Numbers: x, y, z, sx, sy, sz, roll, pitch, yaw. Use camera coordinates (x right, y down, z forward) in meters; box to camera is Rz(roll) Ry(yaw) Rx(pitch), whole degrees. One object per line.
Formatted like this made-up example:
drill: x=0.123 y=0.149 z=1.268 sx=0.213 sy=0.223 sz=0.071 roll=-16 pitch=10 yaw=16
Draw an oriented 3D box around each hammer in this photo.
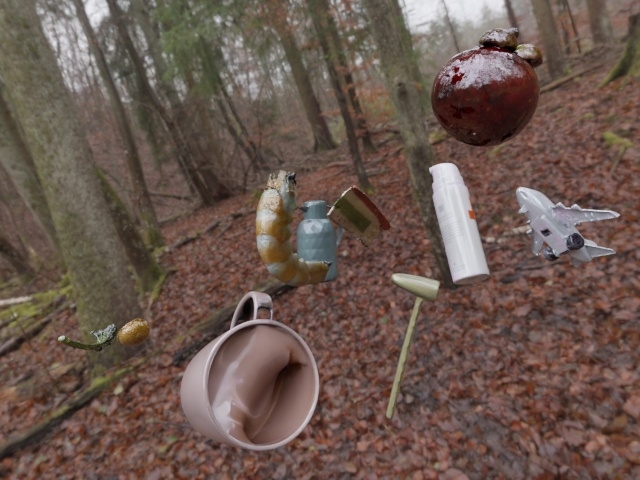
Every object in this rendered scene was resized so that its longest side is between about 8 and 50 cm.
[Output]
hammer: x=0.099 y=0.139 z=0.575 sx=0.060 sy=0.195 sz=0.028 roll=13 pitch=7 yaw=2

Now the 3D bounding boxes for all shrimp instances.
shrimp: x=-0.061 y=0.007 z=0.996 sx=0.068 sy=0.287 sz=0.185 roll=-6 pitch=37 yaw=41

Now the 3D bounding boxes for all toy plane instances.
toy plane: x=0.571 y=-0.031 z=1.087 sx=0.101 sy=0.255 sz=0.251 roll=-47 pitch=-3 yaw=-28

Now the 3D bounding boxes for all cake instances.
cake: x=0.090 y=-0.044 z=0.950 sx=0.086 sy=0.116 sz=0.220 roll=-48 pitch=-4 yaw=6

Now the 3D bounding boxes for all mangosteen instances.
mangosteen: x=0.354 y=-0.324 z=0.928 sx=0.258 sy=0.215 sz=0.215 roll=-60 pitch=13 yaw=-2

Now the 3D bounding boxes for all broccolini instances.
broccolini: x=-0.487 y=0.214 z=0.952 sx=0.054 sy=0.052 sz=0.194 roll=-22 pitch=-5 yaw=-3

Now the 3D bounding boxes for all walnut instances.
walnut: x=-0.555 y=0.286 z=1.351 sx=0.091 sy=0.052 sz=0.121 roll=-51 pitch=-16 yaw=-1

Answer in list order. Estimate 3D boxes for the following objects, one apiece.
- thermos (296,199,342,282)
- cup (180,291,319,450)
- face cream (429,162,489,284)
thermos: x=0.000 y=0.000 z=1.596 sx=0.182 sy=0.287 sz=0.145 roll=-3 pitch=5 yaw=-32
cup: x=-0.133 y=0.219 z=0.775 sx=0.191 sy=0.253 sz=0.200 roll=12 pitch=-25 yaw=-27
face cream: x=0.379 y=-0.056 z=1.245 sx=0.101 sy=0.346 sz=0.102 roll=-6 pitch=-19 yaw=-2
